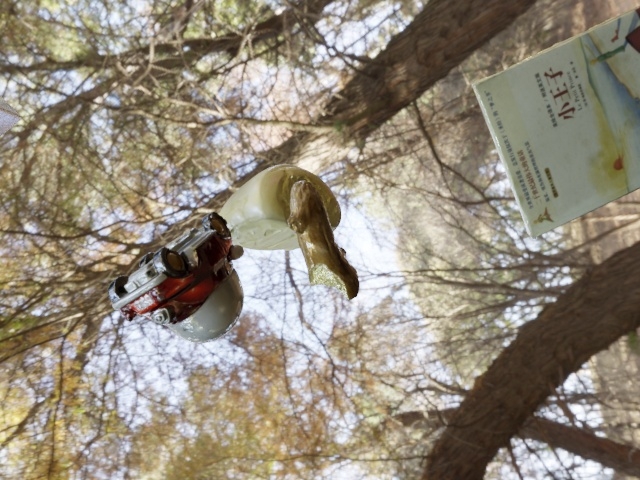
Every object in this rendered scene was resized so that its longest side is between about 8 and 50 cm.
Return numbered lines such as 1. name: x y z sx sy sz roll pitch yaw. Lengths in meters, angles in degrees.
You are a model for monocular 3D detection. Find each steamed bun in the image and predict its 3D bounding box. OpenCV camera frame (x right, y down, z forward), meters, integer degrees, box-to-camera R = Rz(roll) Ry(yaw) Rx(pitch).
1. steamed bun: -0.106 -0.075 1.149 0.273 0.232 0.165 6 -110 -39

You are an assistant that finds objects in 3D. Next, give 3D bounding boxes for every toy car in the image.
1. toy car: -0.129 0.052 0.488 0.112 0.112 0.139 56 -159 -12

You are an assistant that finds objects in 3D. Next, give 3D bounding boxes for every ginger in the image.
1. ginger: -0.003 0.002 0.510 0.058 0.044 0.137 -22 -93 -21

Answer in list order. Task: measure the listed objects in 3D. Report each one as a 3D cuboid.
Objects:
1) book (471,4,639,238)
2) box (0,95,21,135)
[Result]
1. book: 0.337 -0.149 0.560 0.201 0.290 0.026 64 179 -13
2. box: -0.519 -0.097 0.598 0.274 0.174 0.076 -45 -70 -10
